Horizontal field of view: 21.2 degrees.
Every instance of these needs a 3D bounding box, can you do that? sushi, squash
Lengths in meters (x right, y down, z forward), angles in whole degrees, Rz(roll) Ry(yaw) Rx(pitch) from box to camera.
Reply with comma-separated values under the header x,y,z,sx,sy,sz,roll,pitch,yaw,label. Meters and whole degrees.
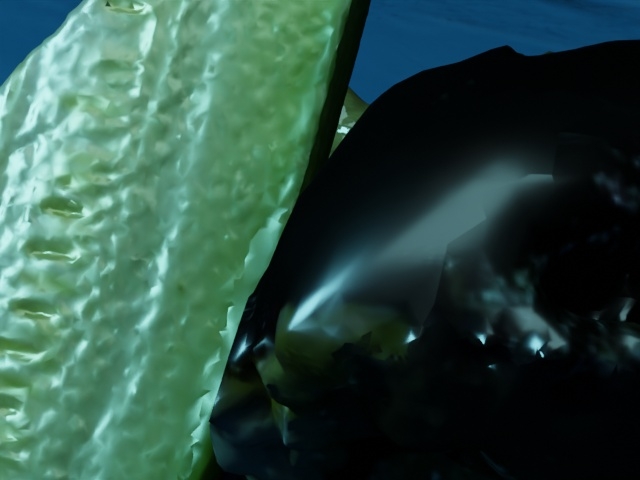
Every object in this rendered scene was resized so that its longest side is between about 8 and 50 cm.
x,y,z,sx,sy,sz,roll,pitch,yaw,label
0.087,0.032,0.496,0.200,0.213,0.204,19,48,7,sushi
-0.079,-0.036,0.599,0.203,0.111,0.288,7,74,19,squash

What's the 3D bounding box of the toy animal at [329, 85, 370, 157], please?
x,y,z,sx,sy,sz,roll,pitch,yaw,label
0.000,0.000,0.695,0.101,0.103,0.218,17,26,0,toy animal
